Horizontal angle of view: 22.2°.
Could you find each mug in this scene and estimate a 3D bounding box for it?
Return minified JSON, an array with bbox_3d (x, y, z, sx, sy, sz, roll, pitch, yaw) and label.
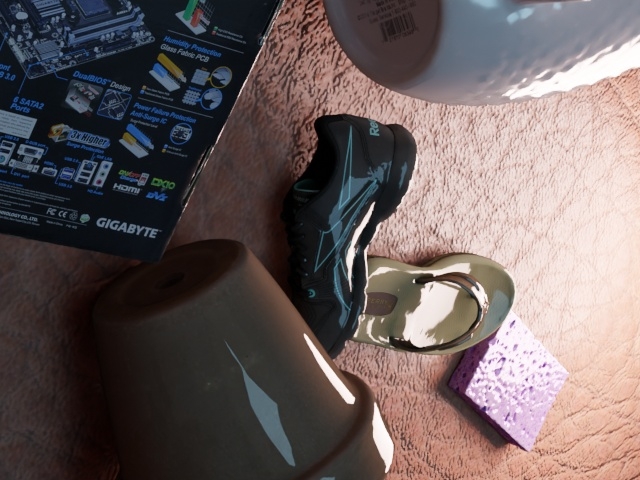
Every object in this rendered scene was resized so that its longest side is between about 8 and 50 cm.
[{"bbox_3d":[0.204,-0.259,1.488,0.328,0.374,0.276,-22,108,-36],"label":"mug"}]

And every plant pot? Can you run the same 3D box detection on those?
[{"bbox_3d":[-0.093,0.132,1.441,0.263,0.263,0.229,-38,116,-34],"label":"plant pot"}]

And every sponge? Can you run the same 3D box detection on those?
[{"bbox_3d":[0.235,0.171,2.005,0.117,0.031,0.210,-60,142,-11],"label":"sponge"}]

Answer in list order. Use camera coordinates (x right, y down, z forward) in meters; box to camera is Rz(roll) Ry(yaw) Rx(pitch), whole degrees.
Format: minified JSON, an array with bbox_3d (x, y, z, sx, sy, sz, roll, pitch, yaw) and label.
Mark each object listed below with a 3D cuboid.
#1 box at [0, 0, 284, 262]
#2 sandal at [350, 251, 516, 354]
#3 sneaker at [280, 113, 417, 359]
[{"bbox_3d":[-0.184,-0.144,1.102,0.295,0.073,0.293,12,112,-36],"label":"box"},{"bbox_3d":[0.123,0.079,1.779,0.302,0.086,0.120,0,107,-51],"label":"sandal"},{"bbox_3d":[0.000,0.000,1.608,0.106,0.101,0.267,17,95,-31],"label":"sneaker"}]
